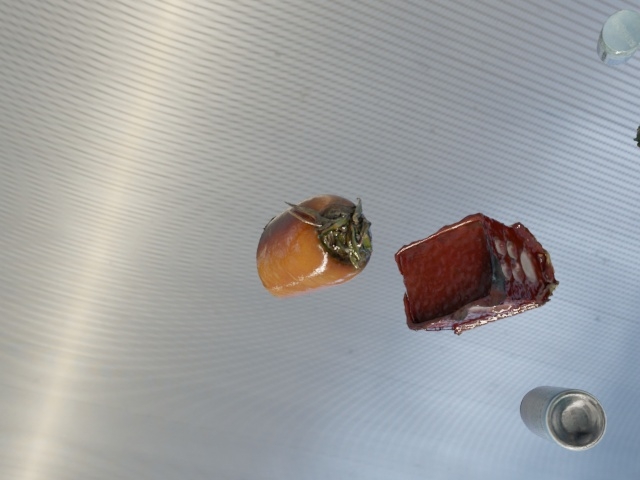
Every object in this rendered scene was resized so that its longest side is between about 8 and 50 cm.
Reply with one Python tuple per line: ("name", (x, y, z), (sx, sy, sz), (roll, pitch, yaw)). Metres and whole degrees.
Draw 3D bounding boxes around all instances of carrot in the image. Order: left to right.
("carrot", (0.000, 0.000, 1.562), (0.331, 0.193, 0.214), (-15, 101, 52))

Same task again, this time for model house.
("model house", (0.283, 0.067, 1.294), (0.196, 0.160, 0.254), (-27, 157, 36))

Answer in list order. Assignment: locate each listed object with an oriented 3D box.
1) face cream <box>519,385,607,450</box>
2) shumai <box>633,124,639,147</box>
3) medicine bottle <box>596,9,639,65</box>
("face cream", (0.315, 0.232, 0.998), (0.075, 0.075, 0.229), (-3, 171, 5))
("shumai", (0.825, -0.157, 1.469), (0.395, 0.395, 0.348), (12, 156, -11))
("medicine bottle", (0.371, -0.248, 0.925), (0.051, 0.191, 0.051), (3, 99, 18))
